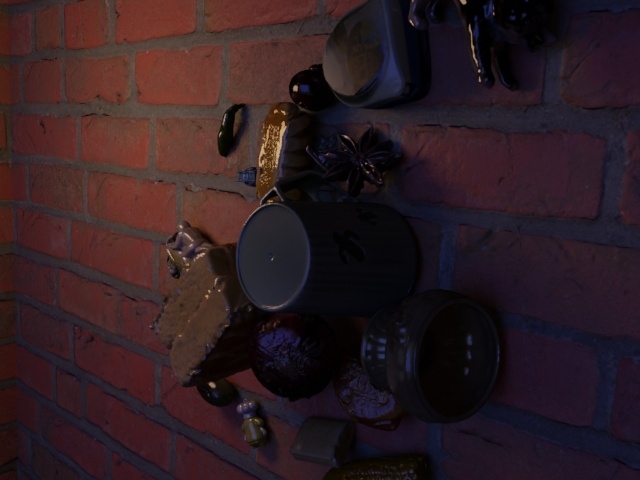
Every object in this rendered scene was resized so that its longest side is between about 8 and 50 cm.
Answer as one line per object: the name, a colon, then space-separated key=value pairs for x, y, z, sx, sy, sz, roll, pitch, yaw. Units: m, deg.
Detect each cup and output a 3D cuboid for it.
cup: x=-0.008 y=0.023 z=1.643 sx=0.401 sy=0.392 sz=0.310 roll=38 pitch=112 yaw=38

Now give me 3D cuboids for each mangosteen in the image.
mangosteen: x=-0.019 y=-0.430 z=1.782 sx=0.140 sy=0.140 sz=0.140 roll=5 pitch=98 yaw=41

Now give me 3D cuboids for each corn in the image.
corn: x=0.140 y=0.653 z=1.749 sx=0.363 sy=0.120 sz=0.120 roll=-30 pitch=74 yaw=37

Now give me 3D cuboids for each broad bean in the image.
broad bean: x=-0.300 y=-0.355 z=2.070 sx=0.046 sy=0.061 sz=0.195 roll=41 pitch=119 yaw=34

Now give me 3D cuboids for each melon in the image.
melon: x=-0.362 y=0.509 z=2.194 sx=0.162 sy=0.099 sz=0.099 roll=21 pitch=108 yaw=37

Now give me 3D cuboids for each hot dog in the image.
hot dog: x=0.128 y=0.408 z=1.720 sx=0.256 sy=0.150 sz=0.153 roll=36 pitch=107 yaw=34

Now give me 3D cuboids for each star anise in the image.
star anise: x=0.088 y=-0.205 z=1.677 sx=0.262 sy=0.081 sz=0.230 roll=6 pitch=65 yaw=19

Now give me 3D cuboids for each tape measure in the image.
tape measure: x=0.132 y=-0.466 z=1.624 sx=0.262 sy=0.138 sz=0.259 roll=-9 pitch=87 yaw=42

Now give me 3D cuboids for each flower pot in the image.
flower pot: x=0.242 y=0.263 z=1.513 sx=0.244 sy=0.307 sz=0.307 roll=-2 pitch=93 yaw=55

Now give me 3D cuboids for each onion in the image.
onion: x=-0.066 y=0.293 z=1.681 sx=0.246 sy=0.190 sz=0.246 roll=5 pitch=109 yaw=15

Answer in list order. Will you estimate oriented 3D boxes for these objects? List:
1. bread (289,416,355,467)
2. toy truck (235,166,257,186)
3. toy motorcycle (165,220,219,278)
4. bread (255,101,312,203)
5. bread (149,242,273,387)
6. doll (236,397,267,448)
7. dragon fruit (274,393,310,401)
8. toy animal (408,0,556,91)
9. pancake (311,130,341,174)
bread: x=0.004 y=0.580 z=1.861 sx=0.178 sy=0.060 sz=0.139 roll=-9 pitch=45 yaw=41
toy truck: x=-0.207 y=-0.197 z=1.978 sx=0.136 sy=0.074 sz=0.063 roll=7 pitch=98 yaw=59
toy motorcycle: x=-0.444 y=0.045 z=2.211 sx=0.340 sy=0.108 sz=0.223 roll=11 pitch=108 yaw=48
bread: x=-0.099 y=-0.243 z=1.859 sx=0.173 sy=0.121 sz=0.311 roll=28 pitch=113 yaw=49
bread: x=-0.244 y=0.197 z=1.869 sx=0.279 sy=0.390 sz=0.371 roll=49 pitch=125 yaw=21
doll: x=-0.223 y=0.598 z=2.102 sx=0.106 sy=0.062 sz=0.162 roll=-27 pitch=77 yaw=36
dragon fruit: x=-0.081 y=0.385 z=1.883 sx=0.182 sy=0.182 sz=0.188 roll=54 pitch=124 yaw=24
toy animal: x=0.371 y=-0.529 z=1.368 sx=0.344 sy=0.194 sz=0.303 roll=48 pitch=129 yaw=21
pancake: x=0.023 y=-0.245 z=1.819 sx=0.129 sy=0.022 sz=0.116 roll=-4 pitch=92 yaw=42
